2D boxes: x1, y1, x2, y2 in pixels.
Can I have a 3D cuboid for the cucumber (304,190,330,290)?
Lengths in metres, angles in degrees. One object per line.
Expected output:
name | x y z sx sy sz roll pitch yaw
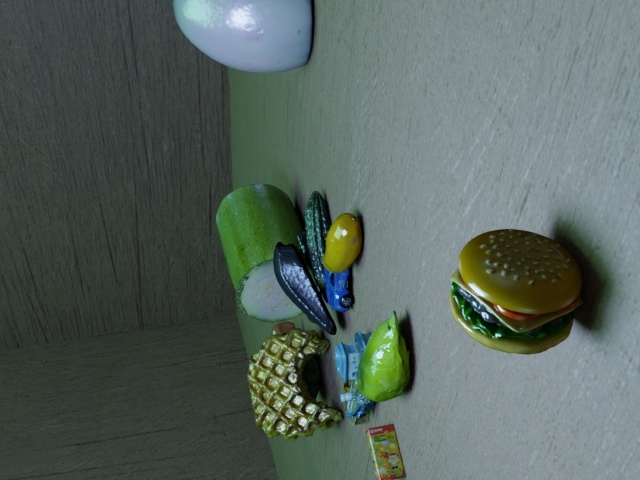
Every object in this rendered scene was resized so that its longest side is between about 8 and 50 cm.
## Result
cucumber | -0.002 0.000 2.069 0.077 0.077 0.265 129 132 -72

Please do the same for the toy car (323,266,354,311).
toy car | 0.041 0.079 1.950 0.103 0.063 0.216 -125 30 -64

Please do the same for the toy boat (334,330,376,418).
toy boat | 0.083 0.337 1.856 0.109 0.098 0.237 -114 20 -59

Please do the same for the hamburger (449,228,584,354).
hamburger | 0.235 0.060 0.925 0.162 0.162 0.115 -113 20 -48

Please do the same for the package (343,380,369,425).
package | 0.085 0.411 1.997 0.131 0.047 0.071 -118 21 -52

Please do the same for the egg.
egg | -0.216 -0.617 2.037 0.354 0.340 0.354 172 90 -79

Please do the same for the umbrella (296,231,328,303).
umbrella | -0.002 0.072 2.143 0.071 0.080 0.224 -42 53 30

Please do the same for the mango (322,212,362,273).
mango | 0.050 0.012 1.817 0.098 0.075 0.190 57 142 33

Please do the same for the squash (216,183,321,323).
squash | -0.164 0.032 2.358 0.384 0.263 0.263 -112 19 -47

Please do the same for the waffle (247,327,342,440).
waffle | -0.080 0.426 2.293 0.151 0.261 0.324 59 -159 -72

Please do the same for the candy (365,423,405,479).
candy | 0.147 0.484 1.745 0.038 0.062 0.121 114 145 -66

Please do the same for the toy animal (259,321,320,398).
toy animal | -0.113 0.422 2.529 0.338 0.191 0.216 -126 31 -63

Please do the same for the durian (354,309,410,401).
durian | 0.128 0.256 1.603 0.250 0.101 0.139 102 157 -56

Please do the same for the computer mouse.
computer mouse | -0.052 0.136 2.077 0.295 0.087 0.168 61 -179 5
